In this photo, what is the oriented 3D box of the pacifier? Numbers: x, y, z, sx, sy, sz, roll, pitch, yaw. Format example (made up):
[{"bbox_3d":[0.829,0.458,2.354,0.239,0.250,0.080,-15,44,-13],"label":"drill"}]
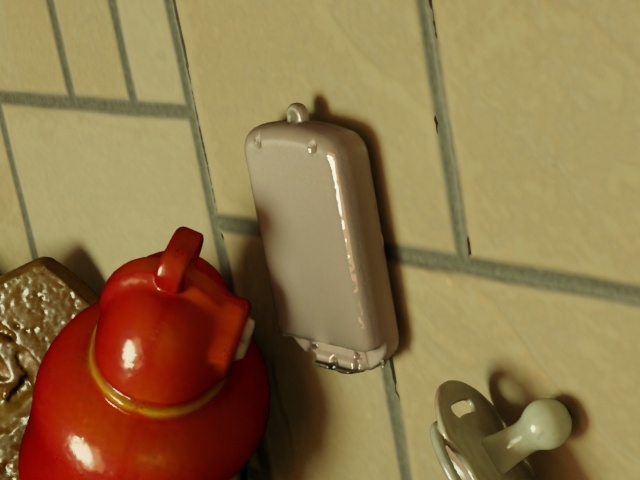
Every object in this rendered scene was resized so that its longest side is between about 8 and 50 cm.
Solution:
[{"bbox_3d":[0.104,0.115,0.874,0.078,0.081,0.099,-35,79,25],"label":"pacifier"}]

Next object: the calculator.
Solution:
[{"bbox_3d":[0.000,0.000,0.970,0.100,0.032,0.175,10,116,49],"label":"calculator"}]

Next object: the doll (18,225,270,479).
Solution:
[{"bbox_3d":[-0.119,0.126,1.071,0.160,0.183,0.363,20,132,3],"label":"doll"}]

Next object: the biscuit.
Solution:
[{"bbox_3d":[-0.225,0.132,1.246,0.034,0.182,0.215,-57,-56,-80],"label":"biscuit"}]
